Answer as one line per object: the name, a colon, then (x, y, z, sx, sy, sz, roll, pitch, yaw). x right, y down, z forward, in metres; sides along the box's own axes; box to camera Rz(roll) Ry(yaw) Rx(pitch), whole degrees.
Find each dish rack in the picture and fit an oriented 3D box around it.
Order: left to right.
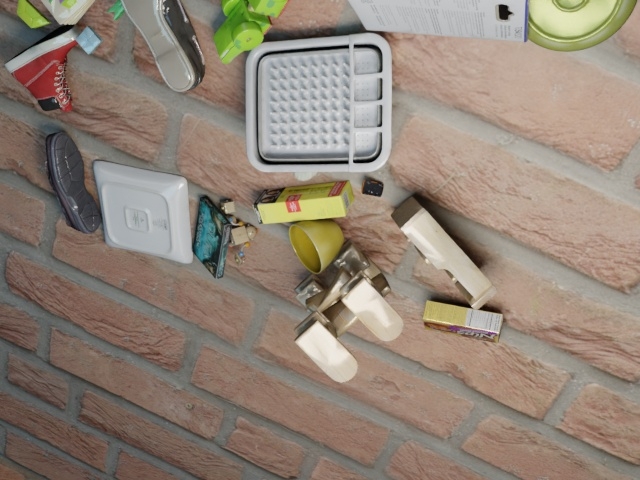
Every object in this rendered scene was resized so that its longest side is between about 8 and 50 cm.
dish rack: (0.000, -0.290, 1.579, 0.332, 0.072, 0.286, 1, 95, 20)

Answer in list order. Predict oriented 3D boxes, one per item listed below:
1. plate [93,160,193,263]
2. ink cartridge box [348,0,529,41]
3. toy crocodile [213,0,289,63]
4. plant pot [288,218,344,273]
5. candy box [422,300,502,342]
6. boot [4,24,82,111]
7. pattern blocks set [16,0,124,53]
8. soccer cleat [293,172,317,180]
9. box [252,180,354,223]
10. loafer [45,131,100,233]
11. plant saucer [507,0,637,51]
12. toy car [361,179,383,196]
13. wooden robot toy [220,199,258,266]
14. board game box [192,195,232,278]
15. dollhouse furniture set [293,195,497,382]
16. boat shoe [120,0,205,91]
plate: (-0.485, -0.066, 1.978, 0.277, 0.045, 0.277, 11, 124, 13)
ink cartridge box: (0.210, -0.445, 1.309, 0.330, 0.324, 0.072, 8, 90, 15)
toy crocodile: (-0.117, -0.501, 1.524, 0.340, 0.105, 0.115, -44, 58, 37)
plant pot: (0.000, 0.000, 1.769, 0.134, 0.095, 0.134, 45, 153, 31)
candy box: (0.350, 0.201, 1.797, 0.186, 0.053, 0.109, 11, 161, 15)
boot: (-0.633, -0.414, 1.790, 0.244, 0.088, 0.176, -19, 120, 30)
pattern blocks set: (-0.580, -0.594, 1.628, 0.324, 0.026, 0.285, 38, 109, -4)
soccer cleat: (-0.007, -0.200, 1.687, 0.068, 0.076, 0.196, 41, 127, -8)
box: (-0.041, -0.091, 1.766, 0.232, 0.087, 0.058, -3, 120, 24)
loafer: (-0.689, -0.150, 1.966, 0.095, 0.109, 0.303, 5, 126, 23)
plant saucer: (0.466, -0.465, 1.359, 0.240, 0.037, 0.241, 10, 125, 15)
toy car: (0.113, -0.160, 1.705, 0.040, 0.060, 0.122, 24, 122, 62)
wooden robot toy: (-0.204, -0.024, 1.894, 0.076, 0.079, 0.173, -14, 93, 62)
board game box: (-0.285, -0.006, 1.909, 0.126, 0.026, 0.186, 45, 136, 33)
dollhouse furniture set: (0.158, 0.133, 1.683, 0.394, 0.362, 0.256, -43, 101, 7)
boat shoe: (-0.354, -0.498, 1.630, 0.112, 0.095, 0.335, -12, 111, 24)
